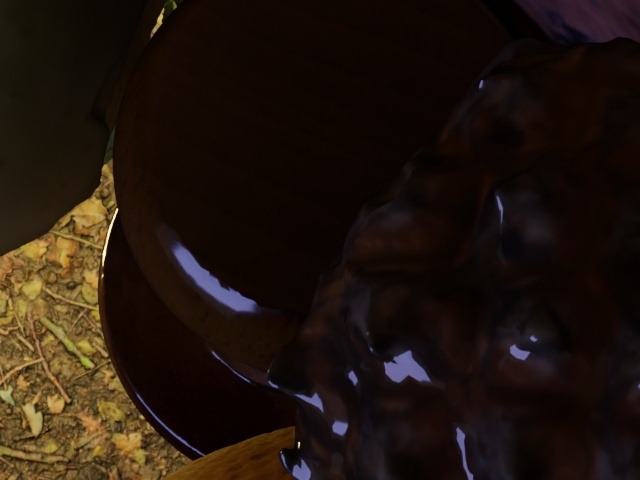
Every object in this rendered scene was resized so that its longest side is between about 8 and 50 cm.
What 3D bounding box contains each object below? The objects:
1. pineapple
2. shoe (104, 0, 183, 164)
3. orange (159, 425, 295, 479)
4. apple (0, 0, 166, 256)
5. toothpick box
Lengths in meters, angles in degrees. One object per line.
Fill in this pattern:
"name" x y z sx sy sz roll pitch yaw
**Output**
"pineapple" 0.160 0.094 0.371 0.361 0.175 0.175 32 169 16
"shoe" -0.133 -0.114 0.971 0.128 0.140 0.262 51 172 22
"orange" 0.016 0.183 0.541 0.264 0.264 0.264 46 173 7
"apple" -0.172 -0.117 0.656 0.279 0.279 0.279 46 173 7
"toothpick box" 0.000 0.000 0.659 0.192 0.192 0.294 46 167 8
